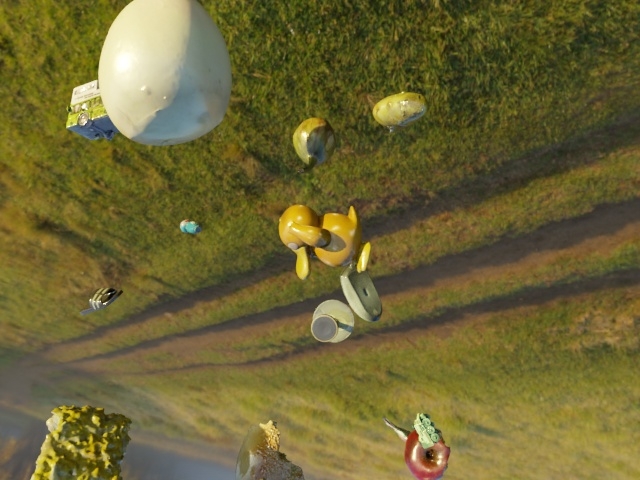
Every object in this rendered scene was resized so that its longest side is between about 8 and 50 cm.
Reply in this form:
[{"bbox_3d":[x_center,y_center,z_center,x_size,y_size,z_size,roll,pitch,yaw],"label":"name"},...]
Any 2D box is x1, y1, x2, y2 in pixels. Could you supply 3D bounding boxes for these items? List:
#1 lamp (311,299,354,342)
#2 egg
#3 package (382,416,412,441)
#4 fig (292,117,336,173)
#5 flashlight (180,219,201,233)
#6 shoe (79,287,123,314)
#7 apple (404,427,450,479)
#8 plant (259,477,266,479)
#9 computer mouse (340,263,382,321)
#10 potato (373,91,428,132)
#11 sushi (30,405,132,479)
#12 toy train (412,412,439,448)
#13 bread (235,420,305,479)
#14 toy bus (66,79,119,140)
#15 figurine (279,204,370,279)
[{"bbox_3d":[0.033,0.229,1.333,0.121,0.121,0.214,3,178,14],"label":"lamp"},{"bbox_3d":[-0.342,-0.386,1.067,0.283,0.345,0.283,3,180,0],"label":"egg"},{"bbox_3d":[0.311,0.725,1.772,0.166,0.040,0.232,31,168,25],"label":"package"},{"bbox_3d":[-0.025,-0.266,1.436,0.149,0.245,0.149,6,138,5],"label":"fig"},{"bbox_3d":[-0.470,-0.046,1.729,0.051,0.051,0.129,35,166,-38],"label":"flashlight"},{"bbox_3d":[-0.683,0.179,1.446,0.179,0.071,0.049,-21,113,27],"label":"shoe"},{"bbox_3d":[0.339,0.680,1.515,0.147,0.156,0.158,-21,162,1],"label":"apple"},{"bbox_3d":[-0.155,0.687,1.240,0.085,0.087,0.174,21,112,3],"label":"plant"},{"bbox_3d":[0.135,0.180,1.644,0.113,0.229,0.068,-17,167,-36],"label":"computer mouse"},{"bbox_3d":[0.195,-0.314,1.163,0.105,0.085,0.188,6,-179,-21],"label":"potato"},{"bbox_3d":[-0.674,0.652,1.314,0.240,0.351,0.396,16,133,-20],"label":"sushi"},{"bbox_3d":[0.260,0.470,1.176,0.053,0.083,0.033,-30,-179,17],"label":"toy train"},{"bbox_3d":[-0.176,0.765,1.547,0.171,0.192,0.314,4,117,35],"label":"bread"},{"bbox_3d":[-0.564,-0.378,1.328,0.301,0.139,0.113,-8,165,22],"label":"toy bus"},{"bbox_3d":[0.008,-0.005,1.259,0.228,0.215,0.215,-10,154,-8],"label":"figurine"}]
